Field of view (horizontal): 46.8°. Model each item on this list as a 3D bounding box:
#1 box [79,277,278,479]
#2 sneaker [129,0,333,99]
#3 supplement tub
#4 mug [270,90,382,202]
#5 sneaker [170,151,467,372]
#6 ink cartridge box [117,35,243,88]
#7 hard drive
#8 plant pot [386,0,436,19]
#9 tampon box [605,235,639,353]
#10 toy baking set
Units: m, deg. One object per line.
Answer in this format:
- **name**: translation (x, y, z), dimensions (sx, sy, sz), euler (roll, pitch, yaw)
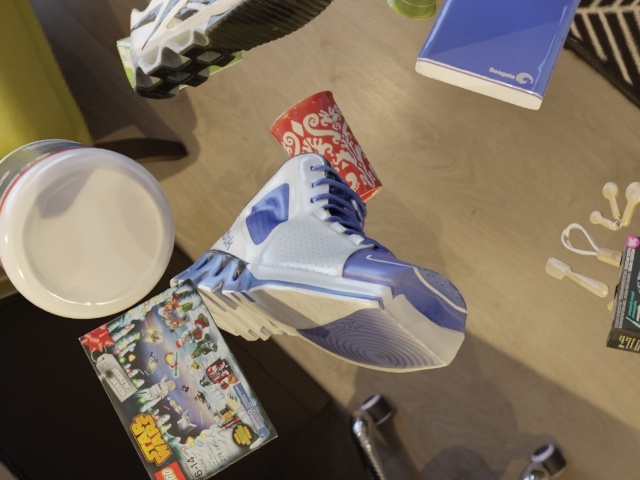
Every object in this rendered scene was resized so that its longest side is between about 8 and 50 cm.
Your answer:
- **box**: translation (-0.105, 0.109, 0.551), dimensions (0.094, 0.027, 0.137), euler (-30, 80, -9)
- **sneaker**: translation (-0.125, -0.313, 0.939), dimensions (0.330, 0.122, 0.146), euler (-20, 78, 25)
- **supplement tub**: translation (-0.308, -0.025, 0.907), dimensions (0.272, 0.191, 0.191), euler (18, 115, 58)
- **mug**: translation (0.026, -0.135, 1.152), dimensions (0.113, 0.150, 0.169), euler (-39, 80, 45)
- **sneaker**: translation (-0.001, 0.000, 0.684), dimensions (0.315, 0.182, 0.127), euler (4, 147, 48)
- **ink cartridge box**: translation (-0.223, -0.342, 1.358), dimensions (0.255, 0.189, 0.097), euler (22, 135, 44)
- **hard drive**: translation (0.316, -0.381, 1.254), dimensions (0.210, 0.040, 0.318), euler (21, 65, 12)
- **plant pot**: translation (0.152, -0.400, 1.145), dimensions (0.083, 0.083, 0.079), euler (33, 141, 11)
- **tampon box**: translation (0.435, 0.077, 0.877), dimensions (0.161, 0.101, 0.120), euler (10, 74, 20)
- **toy baking set**: translation (0.498, 0.015, 1.249), dimensions (0.256, 0.030, 0.196), euler (-55, 40, 36)
